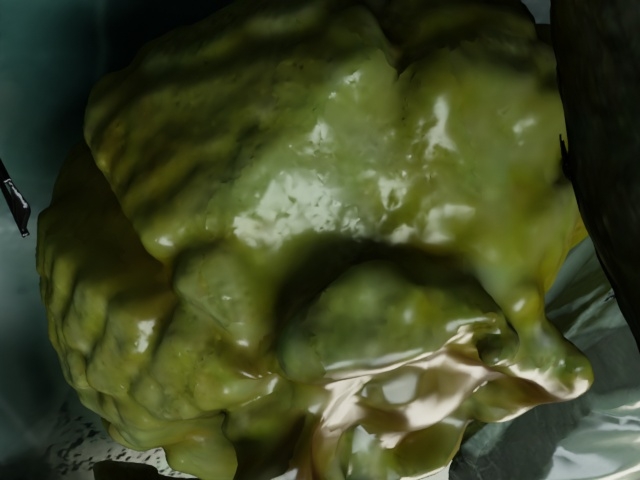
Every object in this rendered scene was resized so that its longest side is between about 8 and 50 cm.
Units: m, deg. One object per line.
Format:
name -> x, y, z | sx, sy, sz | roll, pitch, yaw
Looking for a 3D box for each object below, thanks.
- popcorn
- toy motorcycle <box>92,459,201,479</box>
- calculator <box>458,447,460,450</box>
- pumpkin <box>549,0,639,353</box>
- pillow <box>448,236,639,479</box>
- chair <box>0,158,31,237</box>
popcorn -> 0.000, 0.000, 0.892 | 0.224, 0.258, 0.270 | 42, 66, -37
toy motorcycle -> -0.106, 0.205, 1.026 | 0.237, 0.169, 0.410 | -1, 162, -25
calculator -> 0.157, 0.115, 1.170 | 0.175, 0.032, 0.100 | 5, 164, -25
pumpkin -> 0.272, -0.082, 0.649 | 0.454, 0.454, 0.344 | 12, 168, -30
pillow -> 0.220, 0.000, 1.002 | 0.310, 0.138, 0.283 | -48, 167, 27
chair -> -0.163, -0.034, 0.896 | 0.042, 0.086, 0.037 | -19, 134, -11
